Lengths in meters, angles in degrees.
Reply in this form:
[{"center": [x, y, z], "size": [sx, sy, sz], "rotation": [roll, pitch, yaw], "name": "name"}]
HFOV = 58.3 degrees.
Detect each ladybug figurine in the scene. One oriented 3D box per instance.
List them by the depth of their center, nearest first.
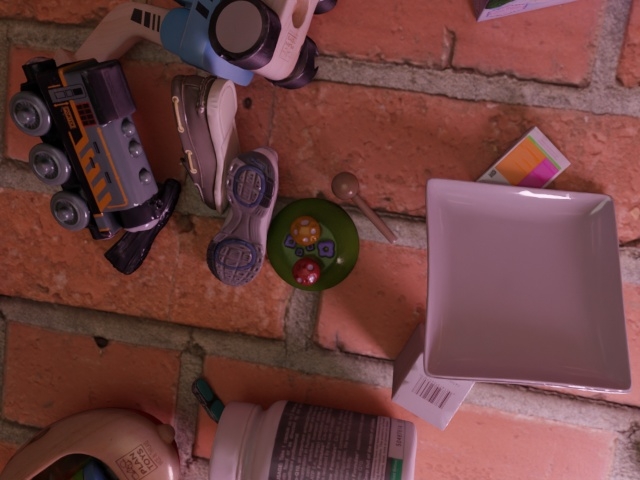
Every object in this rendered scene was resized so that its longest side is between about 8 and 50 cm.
[{"center": [-0.460, 0.495, 1.175], "size": [0.449, 0.162, 0.305], "rotation": [-33, 92, 12], "name": "ladybug figurine"}]

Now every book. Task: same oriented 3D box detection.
[{"center": [0.361, -0.120, 1.035], "size": [0.096, 0.035, 0.144], "rotation": [45, 102, -3], "name": "book"}]

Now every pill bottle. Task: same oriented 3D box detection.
[{"center": [-0.011, 0.415, 1.078], "size": [0.361, 0.204, 0.204], "rotation": [8, 99, 7], "name": "pill bottle"}]

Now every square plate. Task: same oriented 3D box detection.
[{"center": [0.341, 0.072, 0.978], "size": [0.344, 0.049, 0.347], "rotation": [5, 72, -3], "name": "square plate"}]

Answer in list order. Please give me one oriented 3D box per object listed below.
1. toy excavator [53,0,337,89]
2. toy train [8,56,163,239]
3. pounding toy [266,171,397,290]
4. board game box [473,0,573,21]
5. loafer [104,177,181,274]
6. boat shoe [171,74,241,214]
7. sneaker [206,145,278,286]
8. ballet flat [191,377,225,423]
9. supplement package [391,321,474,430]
[{"center": [-0.234, -0.391, 1.018], "size": [0.445, 0.222, 0.433], "rotation": [26, 102, 18], "name": "toy excavator"}, {"center": [-0.395, -0.156, 0.998], "size": [0.190, 0.142, 0.334], "rotation": [-4, 114, 20], "name": "toy train"}, {"center": [0.000, 0.000, 1.064], "size": [0.237, 0.110, 0.183], "rotation": [-34, 92, 12], "name": "pounding toy"}, {"center": [0.403, -0.419, 0.841], "size": [0.318, 0.318, 0.066], "rotation": [-9, 97, 10], "name": "board game box"}, {"center": [-0.351, -0.034, 1.127], "size": [0.078, 0.076, 0.223], "rotation": [34, 105, -6], "name": "loafer"}, {"center": [-0.198, -0.162, 1.007], "size": [0.091, 0.109, 0.305], "rotation": [14, 145, 4], "name": "boat shoe"}, {"center": [-0.129, -0.041, 1.082], "size": [0.111, 0.129, 0.297], "rotation": [23, 119, 2], "name": "sneaker"}, {"center": [-0.230, 0.336, 1.187], "size": [0.041, 0.041, 0.114], "rotation": [-32, 92, 11], "name": "ballet flat"}, {"center": [0.198, 0.237, 1.034], "size": [0.105, 0.179, 0.105], "rotation": [29, 101, 3], "name": "supplement package"}]
